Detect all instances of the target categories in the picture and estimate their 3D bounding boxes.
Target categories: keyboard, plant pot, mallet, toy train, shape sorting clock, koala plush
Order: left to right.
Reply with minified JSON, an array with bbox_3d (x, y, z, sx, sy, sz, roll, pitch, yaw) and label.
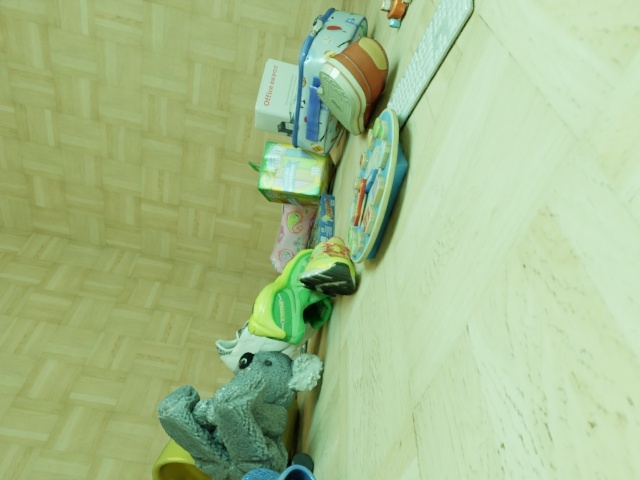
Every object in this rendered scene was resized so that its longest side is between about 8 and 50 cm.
[{"bbox_3d":[-0.158,0.406,0.990,0.239,0.254,0.254,-62,-8,-49],"label":"plant pot"},{"bbox_3d":[-0.108,0.270,0.833,0.196,0.203,0.221,-20,17,31],"label":"koala plush"},{"bbox_3d":[-0.032,0.410,0.733,0.189,0.039,0.062,-94,19,-51],"label":"mallet"},{"bbox_3d":[0.065,-0.071,0.660,0.206,0.040,0.206,-171,90,-80],"label":"shape sorting clock"},{"bbox_3d":[0.127,-0.423,0.767,0.125,0.046,0.166,-101,24,-73],"label":"toy train"},{"bbox_3d":[0.119,-0.205,0.590,0.256,0.014,0.072,117,163,-68],"label":"keyboard"}]

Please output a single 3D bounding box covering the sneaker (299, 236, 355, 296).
[{"bbox_3d":[0.014,0.035,0.792,0.208,0.081,0.094,146,142,-78],"label":"sneaker"}]

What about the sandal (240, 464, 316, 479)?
[{"bbox_3d":[-0.035,0.324,0.570,0.317,0.126,0.138,165,120,-74],"label":"sandal"}]

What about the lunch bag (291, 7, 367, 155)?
[{"bbox_3d":[0.013,-0.357,1.135,0.303,0.115,0.243,99,-167,-53],"label":"lunch bag"}]

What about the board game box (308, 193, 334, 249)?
[{"bbox_3d":[0.000,0.000,1.166,0.201,0.035,0.136,-87,11,-53],"label":"board game box"}]

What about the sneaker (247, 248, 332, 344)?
[{"bbox_3d":[-0.035,0.112,0.945,0.109,0.123,0.295,-67,-8,27],"label":"sneaker"}]

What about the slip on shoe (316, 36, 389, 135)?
[{"bbox_3d":[0.061,-0.267,0.885,0.101,0.123,0.331,-42,1,2],"label":"slip on shoe"}]

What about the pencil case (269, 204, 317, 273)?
[{"bbox_3d":[-0.080,-0.032,1.558,0.124,0.124,0.284,-88,11,-58],"label":"pencil case"}]

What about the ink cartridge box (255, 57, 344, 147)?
[{"bbox_3d":[-0.049,-0.374,1.363,0.100,0.237,0.172,118,163,-68],"label":"ink cartridge box"}]

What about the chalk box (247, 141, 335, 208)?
[{"bbox_3d":[-0.084,-0.169,1.296,0.132,0.213,0.132,46,-128,-76],"label":"chalk box"}]

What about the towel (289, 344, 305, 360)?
[{"bbox_3d":[-0.057,0.259,1.192,0.113,0.023,0.152,128,153,-51],"label":"towel"}]

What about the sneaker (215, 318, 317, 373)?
[{"bbox_3d":[-0.101,0.190,1.005,0.235,0.095,0.090,-34,6,8],"label":"sneaker"}]
